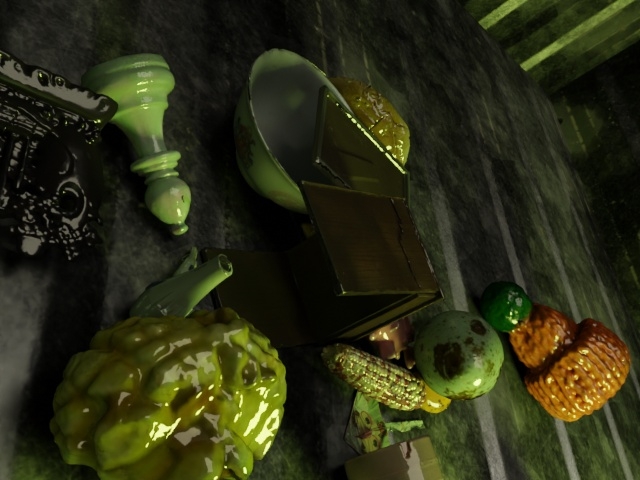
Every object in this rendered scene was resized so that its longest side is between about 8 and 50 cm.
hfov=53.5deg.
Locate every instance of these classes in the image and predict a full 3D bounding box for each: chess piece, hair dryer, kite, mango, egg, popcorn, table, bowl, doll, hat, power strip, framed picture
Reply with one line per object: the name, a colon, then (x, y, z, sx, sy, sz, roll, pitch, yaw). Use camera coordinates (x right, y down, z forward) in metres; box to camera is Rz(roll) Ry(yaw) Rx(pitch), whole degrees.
chess piece: (-0.261, -0.138, 0.984, 0.139, 0.139, 0.272, -23, 95, -56)
hair dryer: (-0.171, 0.041, 0.900, 0.067, 0.167, 0.199, 54, 34, -18)
kite: (0.122, 0.347, 1.180, 0.250, 0.012, 0.229, 10, 58, -50)
mango: (0.219, 0.306, 1.292, 0.114, 0.057, 0.079, 36, 47, -26)
egg: (0.265, 0.222, 1.213, 0.169, 0.169, 0.231, 58, 5, -2)
popcorn: (-0.166, 0.197, 0.746, 0.270, 0.224, 0.258, 51, 50, -26)
table: (0.005, 0.055, 1.041, 0.282, 0.250, 0.196, 6, 61, -51)
bowl: (-0.058, -0.173, 1.209, 0.345, 0.157, 0.346, 31, 46, -38)
doll: (0.129, 0.148, 1.261, 0.262, 0.093, 0.211, 60, 27, -18)
hat: (0.584, 0.277, 1.685, 0.400, 0.285, 0.285, 36, 31, 14)
power strip: (0.117, 0.376, 1.029, 0.154, 0.154, 0.078, 8, 56, -49)
framed picture: (0.088, -0.141, 1.232, 0.289, 0.016, 0.213, 39, 40, -34)

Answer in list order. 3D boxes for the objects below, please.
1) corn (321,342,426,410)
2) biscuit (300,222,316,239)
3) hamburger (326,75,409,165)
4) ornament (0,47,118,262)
corn: (0.100, 0.247, 1.152, 0.237, 0.079, 0.079, 33, 42, -32)
biscuit: (0.000, 0.000, 1.281, 0.081, 0.018, 0.083, -5, 68, -52)
hamburger: (0.081, -0.236, 1.398, 0.309, 0.211, 0.132, 46, 31, -16)
ornament: (-0.388, -0.100, 0.807, 0.251, 0.106, 0.260, 22, 57, -32)
